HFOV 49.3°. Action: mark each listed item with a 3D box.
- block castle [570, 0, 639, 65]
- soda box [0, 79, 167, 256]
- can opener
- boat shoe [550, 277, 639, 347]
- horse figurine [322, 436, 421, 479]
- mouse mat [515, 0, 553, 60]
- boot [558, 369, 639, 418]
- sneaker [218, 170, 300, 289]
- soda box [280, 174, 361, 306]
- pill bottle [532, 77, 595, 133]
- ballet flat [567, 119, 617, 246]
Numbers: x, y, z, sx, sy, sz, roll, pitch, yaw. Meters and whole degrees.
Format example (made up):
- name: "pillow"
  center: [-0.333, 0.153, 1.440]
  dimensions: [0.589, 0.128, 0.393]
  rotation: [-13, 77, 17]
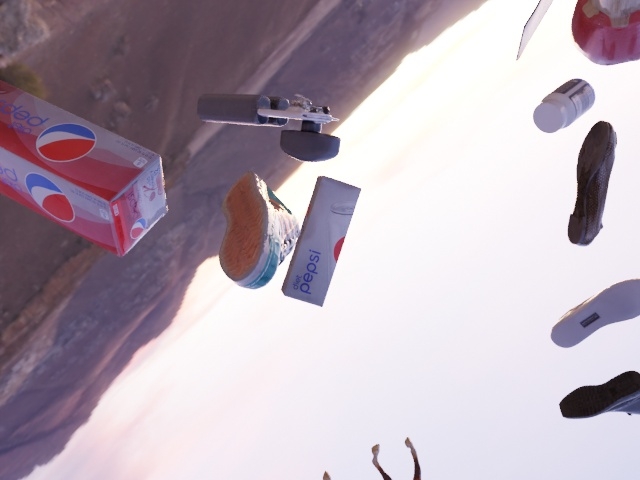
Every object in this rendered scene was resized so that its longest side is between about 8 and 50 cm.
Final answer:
- name: "block castle"
  center: [0.383, -0.396, 0.664]
  dimensions: [0.453, 0.303, 0.213]
  rotation: [-32, 153, 4]
- name: "soda box"
  center: [-0.298, -0.088, 0.756]
  dimensions: [0.083, 0.263, 0.092]
  rotation: [-53, 160, -36]
- name: "can opener"
  center: [-0.086, -0.179, 1.045]
  dimensions: [0.074, 0.093, 0.280]
  rotation: [-2, -165, -45]
- name: "boat shoe"
  center: [0.574, 0.142, 1.423]
  dimensions: [0.228, 0.080, 0.076]
  rotation: [-41, 177, 25]
- name: "horse figurine"
  center: [0.075, 0.383, 0.961]
  dimensions: [0.263, 0.174, 0.066]
  rotation: [-23, 142, -8]
- name: "mouse mat"
  center: [0.360, -0.384, 1.088]
  dimensions: [0.189, 0.007, 0.152]
  rotation: [-58, 167, 0]
- name: "boot"
  center: [0.663, 0.380, 1.588]
  dimensions: [0.198, 0.137, 0.076]
  rotation: [-27, -138, 28]
- name: "sneaker"
  center: [-0.081, -0.005, 1.087]
  dimensions: [0.108, 0.121, 0.302]
  rotation: [-43, -155, 16]
- name: "soda box"
  center: [0.000, 0.000, 1.587]
  dimensions: [0.091, 0.098, 0.286]
  rotation: [-152, -99, -81]
- name: "pill bottle"
  center: [0.494, -0.273, 1.417]
  dimensions: [0.137, 0.078, 0.078]
  rotation: [-34, -178, -35]
- name: "ballet flat"
  center: [0.540, -0.108, 1.364]
  dimensions: [0.084, 0.058, 0.249]
  rotation: [-131, -134, -74]
